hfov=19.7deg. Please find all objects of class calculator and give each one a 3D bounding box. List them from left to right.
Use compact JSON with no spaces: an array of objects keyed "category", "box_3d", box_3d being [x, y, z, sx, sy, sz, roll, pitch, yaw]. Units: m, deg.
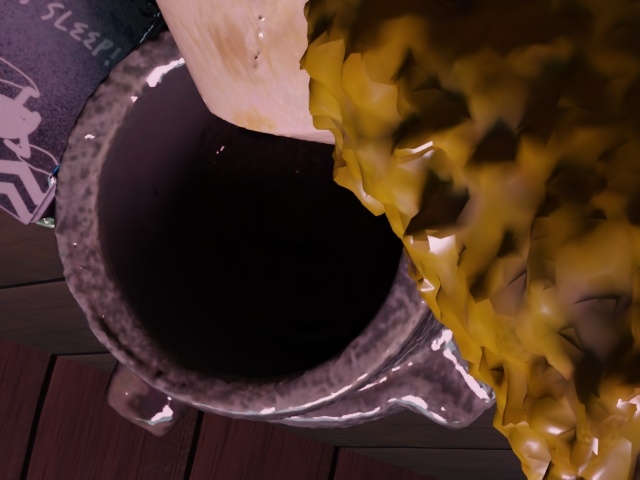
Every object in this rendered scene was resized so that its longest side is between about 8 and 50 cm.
[{"category":"calculator","box_3d":[-0.194,-0.125,1.199,0.165,0.028,0.274,34,133,-8]}]

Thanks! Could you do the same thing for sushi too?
[{"category":"sushi","box_3d":[0.219,-0.058,0.685,0.240,0.396,0.351,54,-170,34]}]

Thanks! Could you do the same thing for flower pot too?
[{"category":"flower pot","box_3d":[0.000,0.000,1.171,0.299,0.299,0.283,9,-176,13]}]

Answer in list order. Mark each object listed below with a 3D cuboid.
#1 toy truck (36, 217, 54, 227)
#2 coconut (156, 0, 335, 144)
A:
[{"category":"toy truck","box_3d":[-0.110,-0.071,1.390,0.279,0.155,0.156,24,154,-37]},{"category":"coconut","box_3d":[0.033,-0.142,0.807,0.241,0.241,0.241,12,166,3]}]
